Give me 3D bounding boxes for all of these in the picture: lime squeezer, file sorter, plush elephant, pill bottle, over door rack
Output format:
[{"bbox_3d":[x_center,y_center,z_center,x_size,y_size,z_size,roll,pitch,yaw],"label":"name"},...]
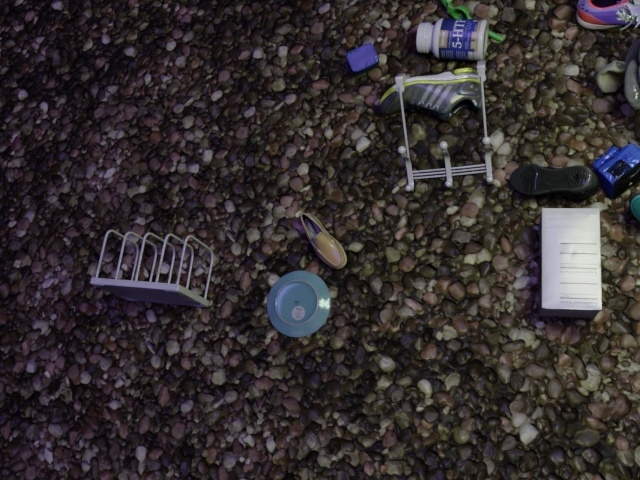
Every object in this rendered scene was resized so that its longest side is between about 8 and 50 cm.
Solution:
[{"bbox_3d":[0.413,-0.677,1.948,0.109,0.059,0.311,-13,68,-21],"label":"lime squeezer"},{"bbox_3d":[-0.469,0.077,1.930,0.277,0.193,0.173,4,73,18],"label":"file sorter"},{"bbox_3d":[0.838,-0.431,1.651,0.271,0.255,0.330,-39,75,14],"label":"plush elephant"},{"bbox_3d":[0.369,-0.563,1.889,0.186,0.112,0.112,8,78,19],"label":"pill bottle"},{"bbox_3d":[0.324,-0.297,1.779,0.239,0.108,0.325,-4,99,15],"label":"over door rack"}]

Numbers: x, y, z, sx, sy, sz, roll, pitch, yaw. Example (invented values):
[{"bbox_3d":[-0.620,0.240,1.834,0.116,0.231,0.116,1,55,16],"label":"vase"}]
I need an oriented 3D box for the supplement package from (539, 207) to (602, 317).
[{"bbox_3d":[0.600,0.057,1.632,0.133,0.139,0.244,1,75,16],"label":"supplement package"}]

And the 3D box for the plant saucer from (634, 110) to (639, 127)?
[{"bbox_3d":[0.849,-0.320,1.726,0.083,0.015,0.084,-4,74,16],"label":"plant saucer"}]

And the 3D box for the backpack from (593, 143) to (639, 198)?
[{"bbox_3d":[0.748,-0.185,1.676,0.120,0.098,0.101,-37,64,6],"label":"backpack"}]

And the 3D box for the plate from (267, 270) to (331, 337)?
[{"bbox_3d":[-0.064,0.173,1.867,0.188,0.024,0.188,-4,73,15],"label":"plate"}]

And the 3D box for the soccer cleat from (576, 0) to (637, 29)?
[{"bbox_3d":[0.837,-0.618,1.756,0.318,0.116,0.109,2,76,18],"label":"soccer cleat"}]

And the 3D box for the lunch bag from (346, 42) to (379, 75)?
[{"bbox_3d":[0.123,-0.527,1.980,0.098,0.065,0.067,-21,86,9],"label":"lunch bag"}]

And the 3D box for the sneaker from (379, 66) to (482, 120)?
[{"bbox_3d":[0.309,-0.388,1.864,0.299,0.111,0.122,-11,76,16],"label":"sneaker"}]

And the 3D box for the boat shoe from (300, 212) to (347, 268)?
[{"bbox_3d":[0.000,0.000,1.868,0.068,0.072,0.190,-42,68,2],"label":"boat shoe"}]

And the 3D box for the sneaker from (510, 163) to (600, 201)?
[{"bbox_3d":[0.605,-0.144,1.724,0.227,0.130,0.087,2,79,46],"label":"sneaker"}]

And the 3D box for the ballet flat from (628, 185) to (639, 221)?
[{"bbox_3d":[0.955,-0.010,1.552,0.482,0.164,0.182,38,67,17],"label":"ballet flat"}]
